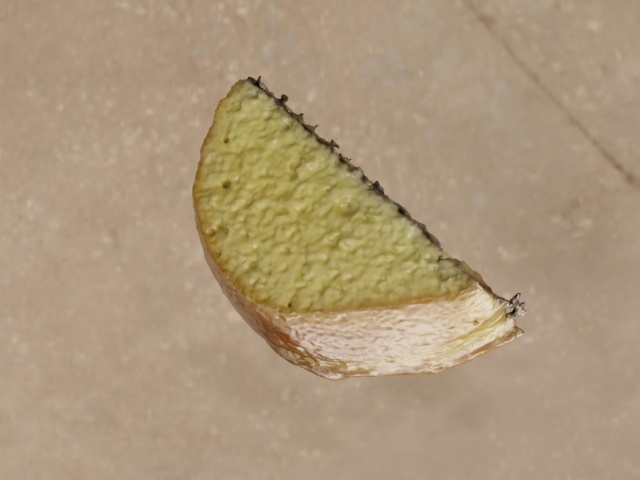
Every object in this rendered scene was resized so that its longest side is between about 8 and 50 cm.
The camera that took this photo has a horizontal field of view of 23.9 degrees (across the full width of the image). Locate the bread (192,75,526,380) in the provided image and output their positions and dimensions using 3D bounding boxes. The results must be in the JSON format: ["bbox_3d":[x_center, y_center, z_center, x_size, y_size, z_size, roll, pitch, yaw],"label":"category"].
[{"bbox_3d":[-0.002,0.010,0.995,0.134,0.260,0.129,-49,157,-2],"label":"bread"}]
